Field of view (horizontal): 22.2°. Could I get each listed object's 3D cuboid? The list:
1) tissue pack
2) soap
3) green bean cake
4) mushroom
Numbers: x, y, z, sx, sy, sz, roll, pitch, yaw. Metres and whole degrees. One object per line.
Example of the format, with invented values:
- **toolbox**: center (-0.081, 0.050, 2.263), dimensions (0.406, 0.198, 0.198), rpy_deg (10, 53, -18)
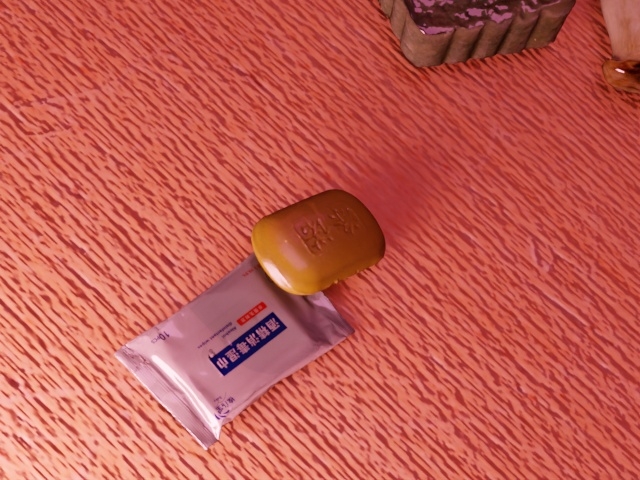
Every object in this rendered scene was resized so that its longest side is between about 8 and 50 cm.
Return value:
- **tissue pack**: center (-0.074, 0.091, 1.475), dimensions (0.193, 0.026, 0.122), rpy_deg (-37, 74, -28)
- **soap**: center (0.001, -0.001, 1.514), dimensions (0.140, 0.045, 0.089), rpy_deg (-24, 68, -39)
- **green bean cake**: center (0.147, -0.276, 1.677), dimensions (0.185, 0.094, 0.183), rpy_deg (-12, 66, -17)
- **mushroom**: center (0.339, -0.285, 1.729), dimensions (0.100, 0.081, 0.312), rpy_deg (8, 59, -14)
